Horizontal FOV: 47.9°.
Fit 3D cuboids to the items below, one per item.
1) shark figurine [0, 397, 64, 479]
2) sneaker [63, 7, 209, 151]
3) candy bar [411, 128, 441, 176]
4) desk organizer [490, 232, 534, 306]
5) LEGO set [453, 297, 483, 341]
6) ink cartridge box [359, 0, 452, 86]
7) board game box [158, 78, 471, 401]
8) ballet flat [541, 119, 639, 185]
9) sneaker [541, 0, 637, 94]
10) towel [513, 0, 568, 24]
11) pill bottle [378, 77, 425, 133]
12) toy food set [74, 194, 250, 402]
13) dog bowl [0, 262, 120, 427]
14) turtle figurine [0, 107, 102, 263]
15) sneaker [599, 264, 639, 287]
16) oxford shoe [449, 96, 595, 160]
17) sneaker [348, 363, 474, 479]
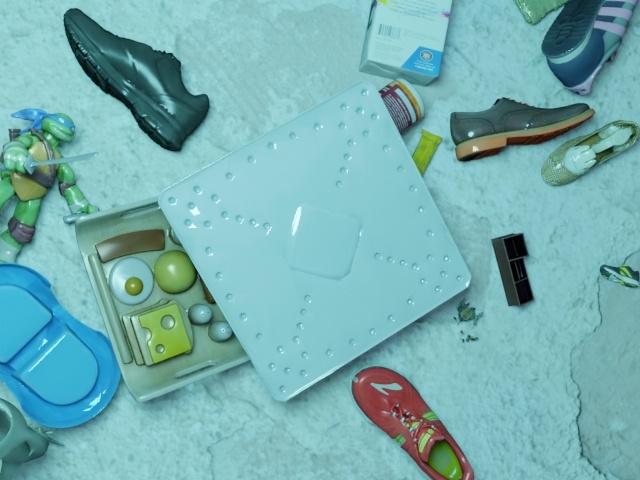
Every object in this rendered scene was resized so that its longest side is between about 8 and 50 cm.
[{"bbox_3d":[-0.467,0.325,1.094,0.166,0.278,0.116,35,62,-24],"label":"shark figurine"},{"bbox_3d":[-0.310,-0.288,1.223,0.286,0.109,0.130,46,76,-13],"label":"sneaker"},{"bbox_3d":[0.172,-0.127,1.317,0.040,0.018,0.161,26,84,-3],"label":"candy bar"},{"bbox_3d":[0.358,0.053,1.318,0.047,0.050,0.130,-14,89,-9],"label":"desk organizer"},{"bbox_3d":[0.266,0.144,1.318,0.054,0.023,0.083,9,99,-5],"label":"LEGO set"},{"bbox_3d":[0.159,-0.410,1.299,0.134,0.078,0.231,12,86,-8],"label":"ink cartridge box"},{"bbox_3d":[0.000,0.000,1.176,0.390,0.050,0.390,-31,101,-9],"label":"board game box"},{"bbox_3d":[0.506,-0.170,1.342,0.206,0.067,0.073,-32,92,-8],"label":"ballet flat"},{"bbox_3d":[0.532,-0.413,1.357,0.319,0.112,0.131,-50,125,-13],"label":"sneaker"},{"bbox_3d":[0.398,-0.493,1.364,0.110,0.027,0.148,-34,91,-9],"label":"towel"},{"bbox_3d":[0.103,-0.213,1.277,0.152,0.086,0.086,-36,92,-9],"label":"pill bottle"},{"bbox_3d":[-0.244,0.081,1.173,0.219,0.092,0.306,-19,92,-28],"label":"toy food set"},{"bbox_3d":[-0.455,0.163,1.140,0.166,0.074,0.297,-48,114,-20],"label":"dog bowl"},{"bbox_3d":[-0.441,-0.060,1.136,0.274,0.198,0.266,37,88,1],"label":"turtle figurine"},{"bbox_3d":[0.565,0.061,1.361,0.083,0.031,0.035,24,70,-10],"label":"sneaker"},{"bbox_3d":[0.368,-0.224,1.314,0.271,0.097,0.098,-14,83,-9],"label":"oxford shoe"},{"bbox_3d":[0.168,0.321,1.243,0.279,0.118,0.107,45,82,-4],"label":"sneaker"}]
